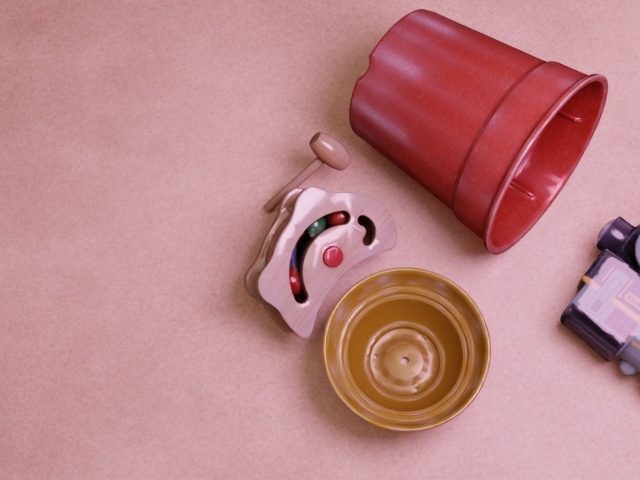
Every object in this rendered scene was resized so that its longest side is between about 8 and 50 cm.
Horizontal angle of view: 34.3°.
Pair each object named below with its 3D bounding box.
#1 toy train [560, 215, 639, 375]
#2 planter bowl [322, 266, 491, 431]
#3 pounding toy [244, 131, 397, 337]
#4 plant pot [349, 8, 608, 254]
[{"bbox_3d":[0.477,0.118,1.352,0.334,0.142,0.190,40,89,13],"label":"toy train"},{"bbox_3d":[0.113,0.151,1.374,0.217,0.090,0.217,-1,72,3],"label":"planter bowl"},{"bbox_3d":[0.000,0.000,1.445,0.154,0.155,0.270,28,83,-17],"label":"pounding toy"},{"bbox_3d":[0.200,-0.165,1.406,0.265,0.272,0.272,35,76,22],"label":"plant pot"}]
